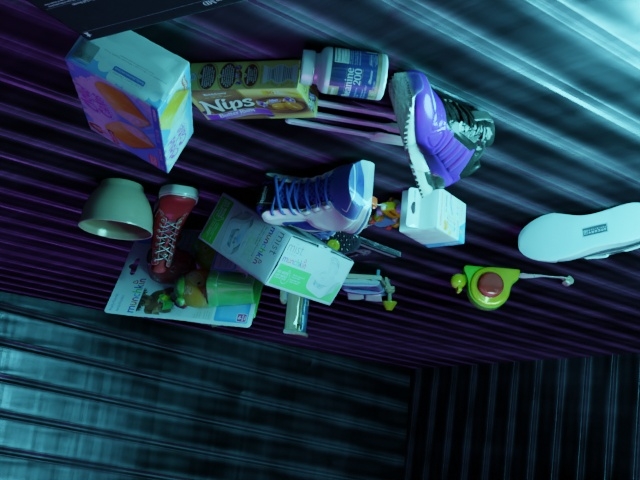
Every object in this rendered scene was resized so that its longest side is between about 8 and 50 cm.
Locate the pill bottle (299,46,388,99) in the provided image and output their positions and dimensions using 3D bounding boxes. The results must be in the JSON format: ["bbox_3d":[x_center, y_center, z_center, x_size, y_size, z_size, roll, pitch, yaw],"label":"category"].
[{"bbox_3d":[0.032,-0.240,1.271,0.120,0.067,0.067,7,165,-5],"label":"pill bottle"}]

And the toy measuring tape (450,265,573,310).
[{"bbox_3d":[0.516,0.138,2.417,0.330,0.121,0.121,5,165,0],"label":"toy measuring tape"}]

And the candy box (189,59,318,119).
[{"bbox_3d":[-0.107,-0.232,1.381,0.187,0.053,0.109,0,164,15],"label":"candy box"}]

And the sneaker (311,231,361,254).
[{"bbox_3d":[0.000,0.000,2.213,0.209,0.069,0.082,-7,-165,14],"label":"sneaker"}]

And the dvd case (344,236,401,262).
[{"bbox_3d":[0.075,0.027,2.344,0.164,0.018,0.221,20,161,-42],"label":"dvd case"}]

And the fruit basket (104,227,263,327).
[{"bbox_3d":[-0.314,0.071,2.189,0.353,0.327,0.165,9,131,3],"label":"fruit basket"}]

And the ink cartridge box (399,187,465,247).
[{"bbox_3d":[0.231,-0.050,1.859,0.090,0.092,0.143,-5,162,34],"label":"ink cartridge box"}]

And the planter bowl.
[{"bbox_3d":[-0.446,-0.074,1.980,0.162,0.109,0.162,5,166,1],"label":"planter bowl"}]

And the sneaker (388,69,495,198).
[{"bbox_3d":[0.197,-0.182,1.395,0.146,0.102,0.293,-16,153,6],"label":"sneaker"}]

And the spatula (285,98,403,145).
[{"bbox_3d":[0.071,-0.203,1.501,0.242,0.019,0.168,9,170,-11],"label":"spatula"}]

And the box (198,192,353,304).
[{"bbox_3d":[-0.094,0.020,1.996,0.231,0.127,0.262,32,-175,34],"label":"box"}]

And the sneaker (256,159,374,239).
[{"bbox_3d":[-0.026,-0.076,1.789,0.182,0.127,0.315,9,166,-20],"label":"sneaker"}]

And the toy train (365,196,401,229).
[{"bbox_3d":[0.117,-0.071,1.921,0.125,0.046,0.166,5,162,6],"label":"toy train"}]

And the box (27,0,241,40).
[{"bbox_3d":[-0.220,-0.325,0.980,0.261,0.103,0.184,-4,159,31],"label":"box"}]

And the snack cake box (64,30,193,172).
[{"bbox_3d":[-0.279,-0.214,1.345,0.152,0.089,0.264,28,164,2],"label":"snack cake box"}]

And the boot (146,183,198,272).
[{"bbox_3d":[-0.338,-0.022,2.008,0.088,0.176,0.244,12,163,-16],"label":"boot"}]

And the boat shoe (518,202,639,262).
[{"bbox_3d":[0.571,-0.009,1.887,0.301,0.108,0.102,-16,154,37],"label":"boat shoe"}]

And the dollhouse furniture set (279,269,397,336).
[{"bbox_3d":[0.056,0.177,2.524,0.303,0.198,0.286,3,170,9],"label":"dollhouse furniture set"}]
